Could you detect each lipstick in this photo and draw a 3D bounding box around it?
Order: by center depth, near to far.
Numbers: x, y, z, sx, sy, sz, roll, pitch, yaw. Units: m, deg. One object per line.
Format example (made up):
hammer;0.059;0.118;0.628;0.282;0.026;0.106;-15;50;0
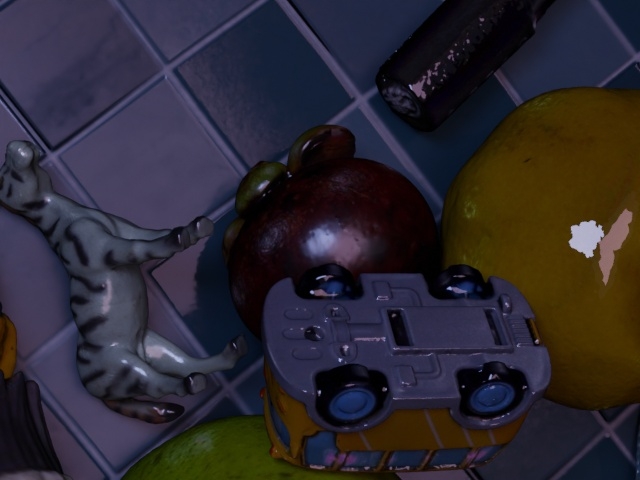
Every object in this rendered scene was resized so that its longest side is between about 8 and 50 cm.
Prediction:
lipstick;0.169;-0.220;1.239;0.081;0.081;0.299;45;78;-7

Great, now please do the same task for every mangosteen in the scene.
mangosteen;0.000;0.000;1.141;0.200;0.200;0.200;1;85;-14

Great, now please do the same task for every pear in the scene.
pear;-0.023;0.216;1.067;0.288;0.239;0.139;15;90;-10

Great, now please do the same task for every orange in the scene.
orange;0.238;0.006;1.156;0.279;0.235;0.279;0;89;-16

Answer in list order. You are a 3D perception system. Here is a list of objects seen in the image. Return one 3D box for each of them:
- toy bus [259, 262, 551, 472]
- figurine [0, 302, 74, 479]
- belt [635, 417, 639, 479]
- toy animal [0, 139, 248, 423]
toy bus;0.053;0.104;1.032;0.209;0.136;0.126;1;43;-14
figurine;-0.274;0.147;1.029;0.185;0.204;0.332;-4;89;-42
belt;0.305;0.269;1.225;0.072;0.087;0.302;16;81;-16
toy animal;-0.157;0.022;1.105;0.090;0.170;0.255;-20;85;-56
